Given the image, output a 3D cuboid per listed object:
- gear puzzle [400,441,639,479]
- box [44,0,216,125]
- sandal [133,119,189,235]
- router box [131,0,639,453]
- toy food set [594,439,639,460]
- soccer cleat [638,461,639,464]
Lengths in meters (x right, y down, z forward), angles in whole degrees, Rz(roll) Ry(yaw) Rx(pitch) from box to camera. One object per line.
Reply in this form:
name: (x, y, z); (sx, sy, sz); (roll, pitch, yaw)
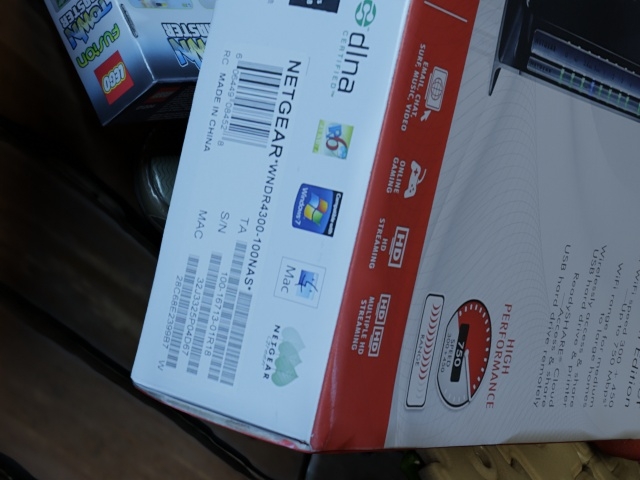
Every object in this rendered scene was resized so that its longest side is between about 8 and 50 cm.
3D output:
gear puzzle: (0.096, 0.143, 0.755); (0.175, 0.044, 0.339); (54, 21, 8)
box: (-0.037, -0.113, 0.701); (0.207, 0.036, 0.114); (-10, 70, -52)
sandal: (0.000, 0.000, 0.742); (0.219, 0.060, 0.090); (15, 64, -35)
router box: (0.082, -0.090, 0.636); (0.301, 0.082, 0.335); (8, 95, -56)
toy food set: (0.153, 0.055, 0.868); (0.218, 0.071, 0.128); (48, 50, 3)
soccer cleat: (0.215, -0.032, 0.977); (0.143, 0.116, 0.331); (-65, 157, -84)
